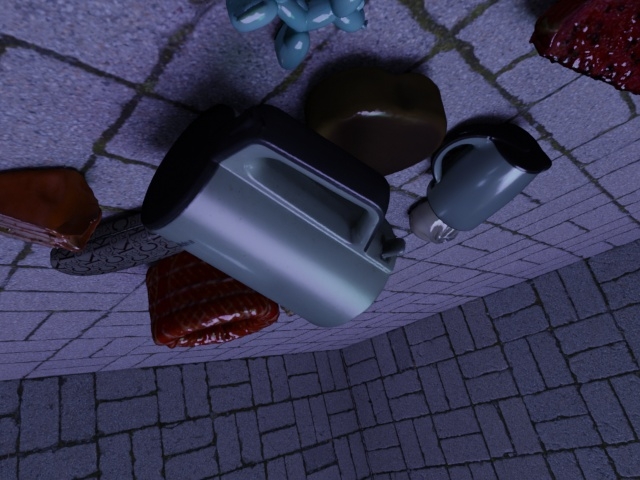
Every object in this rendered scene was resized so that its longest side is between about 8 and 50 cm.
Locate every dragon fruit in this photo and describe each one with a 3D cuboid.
[{"bbox_3d":[0.453,-0.337,0.605,0.317,0.152,0.205,10,132,-20],"label":"dragon fruit"}]

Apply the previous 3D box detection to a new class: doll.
[{"bbox_3d":[-0.013,-0.285,0.527,0.159,0.059,0.159,-29,153,33],"label":"doll"}]

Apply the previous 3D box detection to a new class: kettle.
[{"bbox_3d":[-0.046,-0.038,0.697,0.377,0.249,0.361,34,153,-34],"label":"kettle"},{"bbox_3d":[0.350,-0.156,0.967,0.221,0.161,0.236,25,146,-11],"label":"kettle"}]

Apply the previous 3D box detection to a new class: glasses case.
[{"bbox_3d":[-0.413,0.004,0.948,0.355,0.085,0.137,-17,161,4],"label":"glasses case"}]

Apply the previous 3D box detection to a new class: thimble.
[{"bbox_3d":[-0.296,0.157,1.200,0.351,0.230,0.350,-13,159,-5],"label":"thimble"}]

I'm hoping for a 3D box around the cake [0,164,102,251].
[{"bbox_3d":[-0.518,-0.066,0.735,0.288,0.135,0.098,9,160,-4],"label":"cake"}]

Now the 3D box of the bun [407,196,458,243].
[{"bbox_3d":[0.346,-0.052,1.240,0.173,0.119,0.172,-14,160,-5],"label":"bun"}]

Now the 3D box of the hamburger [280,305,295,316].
[{"bbox_3d":[-0.075,0.151,1.505,0.155,0.135,0.207,-23,148,-23],"label":"hamburger"}]

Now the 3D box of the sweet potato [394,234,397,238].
[{"bbox_3d":[0.193,-0.014,1.312,0.072,0.066,0.314,-26,154,11],"label":"sweet potato"}]

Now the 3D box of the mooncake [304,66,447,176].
[{"bbox_3d":[0.083,-0.192,0.736,0.235,0.116,0.235,-8,162,-3],"label":"mooncake"}]
